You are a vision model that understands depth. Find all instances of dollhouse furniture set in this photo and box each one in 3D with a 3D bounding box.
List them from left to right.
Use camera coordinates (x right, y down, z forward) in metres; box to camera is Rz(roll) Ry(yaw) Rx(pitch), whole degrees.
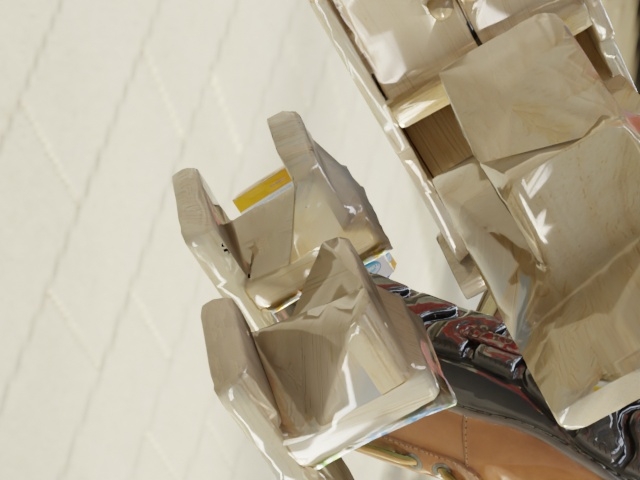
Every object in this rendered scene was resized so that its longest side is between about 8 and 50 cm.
[{"bbox_3d":[0.136,-0.023,0.894,0.256,0.362,0.394,57,7,-32],"label":"dollhouse furniture set"}]

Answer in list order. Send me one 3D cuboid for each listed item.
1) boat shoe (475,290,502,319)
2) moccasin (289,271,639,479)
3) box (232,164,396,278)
[{"bbox_3d":[0.144,0.115,1.357,0.178,0.060,0.064,-67,154,-12],"label":"boat shoe"},{"bbox_3d":[0.123,0.142,1.133,0.139,0.380,0.147,-49,153,-55],"label":"moccasin"},{"bbox_3d":[0.000,0.000,1.323,0.136,0.081,0.028,56,16,-11],"label":"box"}]
